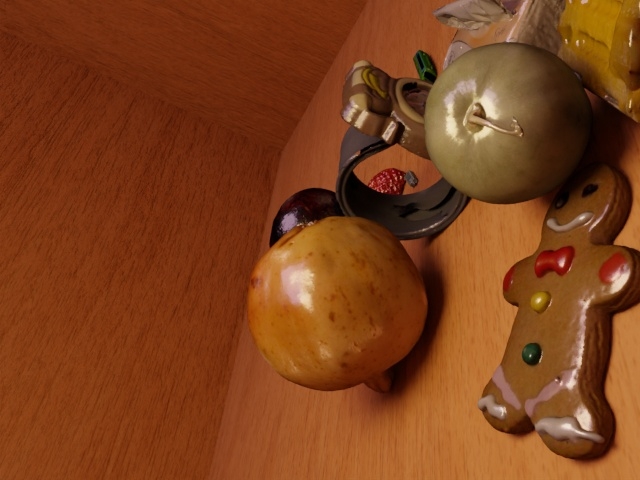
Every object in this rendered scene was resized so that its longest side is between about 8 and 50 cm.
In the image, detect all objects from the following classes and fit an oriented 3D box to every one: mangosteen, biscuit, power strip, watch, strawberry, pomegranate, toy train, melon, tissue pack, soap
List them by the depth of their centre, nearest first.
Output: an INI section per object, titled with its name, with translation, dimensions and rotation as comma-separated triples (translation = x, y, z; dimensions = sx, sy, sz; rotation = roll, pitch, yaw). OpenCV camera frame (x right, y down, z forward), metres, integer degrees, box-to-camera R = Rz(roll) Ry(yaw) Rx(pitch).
[soap]
translation = 0.448, -0.334, 0.873
dimensions = 0.281, 0.143, 0.259
rotation = -99, 5, -59
[biscuit]
translation = 0.342, 0.078, 0.892
dimensions = 0.432, 0.064, 0.283
rotation = -71, 15, -11
[melon]
translation = 0.298, -0.182, 0.975
dimensions = 0.272, 0.308, 0.272
rotation = -21, 60, 41
[tissue pack]
translation = 0.357, -0.420, 1.235
dimensions = 0.238, 0.238, 0.305
rotation = -66, 15, 9
[pomegranate]
translation = 0.046, 0.153, 1.296
dimensions = 0.410, 0.410, 0.410
rotation = -59, 17, 31
[watch]
translation = 0.161, -0.176, 1.345
dimensions = 0.314, 0.335, 0.327
rotation = -85, 17, -48
[power strip]
translation = 0.247, -0.168, 1.662
dimensions = 0.083, 0.017, 0.027
rotation = -100, 33, -66
[strawberry]
translation = 0.179, -0.131, 1.731
dimensions = 0.121, 0.082, 0.188
rotation = -44, 25, 51
[toy train]
translation = 0.320, -0.524, 1.852
dimensions = 0.042, 0.044, 0.209
rotation = -57, 19, 31
[mangosteen]
translation = -0.008, -0.012, 1.890
dimensions = 0.297, 0.293, 0.297
rotation = 19, -90, -78
